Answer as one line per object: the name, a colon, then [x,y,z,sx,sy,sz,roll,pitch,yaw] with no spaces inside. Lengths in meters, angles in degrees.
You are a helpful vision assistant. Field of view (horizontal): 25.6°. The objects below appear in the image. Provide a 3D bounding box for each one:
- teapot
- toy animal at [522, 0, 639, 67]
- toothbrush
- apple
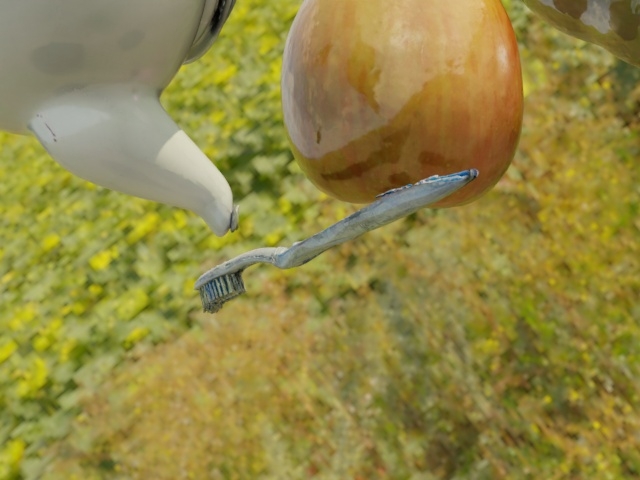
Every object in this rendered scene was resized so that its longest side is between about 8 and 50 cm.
teapot: [-0.151,-0.197,0.929,0.280,0.424,0.252,-5,-17,-33]
toy animal: [0.333,-0.246,1.389,0.180,0.181,0.363,-20,37,-19]
toothbrush: [0.000,0.000,1.271,0.035,0.042,0.413,-15,-6,-39]
apple: [0.077,-0.154,1.361,0.242,0.241,0.242,1,6,0]
